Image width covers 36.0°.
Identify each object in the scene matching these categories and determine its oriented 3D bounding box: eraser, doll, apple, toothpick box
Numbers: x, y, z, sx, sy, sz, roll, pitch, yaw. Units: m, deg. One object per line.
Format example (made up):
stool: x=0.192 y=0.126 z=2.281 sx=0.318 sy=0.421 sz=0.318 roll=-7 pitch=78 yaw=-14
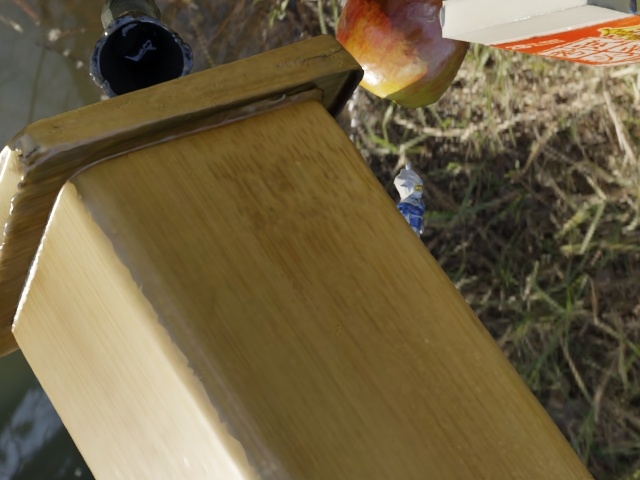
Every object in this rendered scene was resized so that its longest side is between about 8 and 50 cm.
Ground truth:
eraser: x=0.240 y=-0.189 z=0.854 sx=0.230 sy=0.038 sz=0.157 roll=0 pitch=180 yaw=-38
doll: x=0.174 y=-0.039 z=1.890 sx=0.057 sy=0.114 sz=0.227 roll=2 pitch=112 yaw=26
apple: x=0.106 y=-0.272 z=1.275 sx=0.160 sy=0.195 sz=0.173 roll=27 pitch=105 yaw=-32
toothpick box: x=-0.006 y=0.092 z=0.457 sx=0.308 sy=0.190 sz=0.187 roll=54 pitch=139 yaw=15

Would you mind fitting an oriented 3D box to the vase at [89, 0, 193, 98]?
vase: x=-0.225 y=-0.245 z=1.196 sx=0.116 sy=0.237 sz=0.115 roll=-6 pitch=116 yaw=-12
